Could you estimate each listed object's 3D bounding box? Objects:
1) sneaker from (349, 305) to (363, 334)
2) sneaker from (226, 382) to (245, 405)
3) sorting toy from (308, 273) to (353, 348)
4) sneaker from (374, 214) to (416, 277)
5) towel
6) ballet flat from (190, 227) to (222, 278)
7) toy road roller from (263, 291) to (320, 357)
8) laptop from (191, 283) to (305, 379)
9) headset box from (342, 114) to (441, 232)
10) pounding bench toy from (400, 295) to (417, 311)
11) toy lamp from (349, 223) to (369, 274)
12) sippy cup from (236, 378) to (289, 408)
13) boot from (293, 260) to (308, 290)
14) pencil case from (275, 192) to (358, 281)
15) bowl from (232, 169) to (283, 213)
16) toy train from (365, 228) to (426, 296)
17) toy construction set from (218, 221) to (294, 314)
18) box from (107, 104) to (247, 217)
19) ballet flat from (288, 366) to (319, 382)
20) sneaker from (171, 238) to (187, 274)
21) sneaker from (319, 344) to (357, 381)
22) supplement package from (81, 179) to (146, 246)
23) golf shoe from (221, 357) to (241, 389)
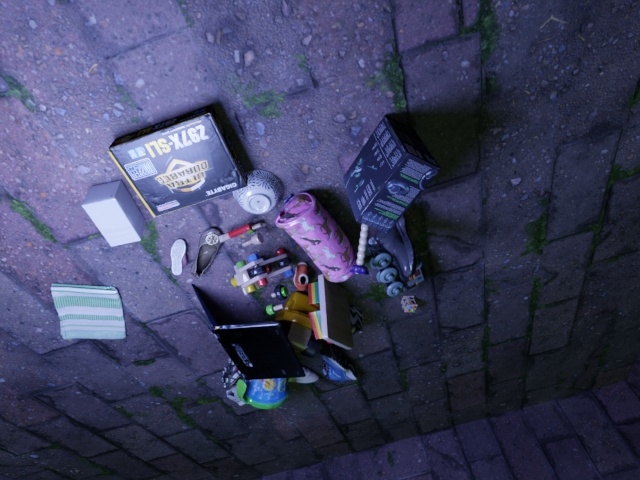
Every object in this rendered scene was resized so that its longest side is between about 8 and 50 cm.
[{"bbox_3d":[0.095,0.357,1.832,0.235,0.153,0.094,24,122,-28],"label":"sneaker"},{"bbox_3d":[-0.399,0.780,2.160,0.121,0.099,0.262,31,118,-27],"label":"sneaker"},{"bbox_3d":[0.035,0.301,1.673,0.090,0.255,0.257,-15,151,21],"label":"sorting toy"},{"bbox_3d":[0.266,0.009,1.476,0.130,0.286,0.109,-17,147,11],"label":"sneaker"},{"bbox_3d":[-0.932,0.297,1.658,0.248,0.038,0.324,4,130,-16],"label":"towel"},{"bbox_3d":[-0.428,0.056,1.524,0.084,0.058,0.249,17,126,-25],"label":"ballet flat"},{"bbox_3d":[-0.112,0.361,1.788,0.203,0.240,0.329,26,160,-15],"label":"toy road roller"},{"bbox_3d":[-0.290,0.365,1.656,0.409,0.236,0.381,-6,134,11],"label":"laptop"},{"bbox_3d":[0.202,-0.200,1.289,0.131,0.246,0.283,19,125,-25],"label":"headset box"},{"bbox_3d":[0.409,0.307,1.907,0.052,0.065,0.083,1,132,-12],"label":"pounding bench toy"},{"bbox_3d":[0.155,-0.017,1.477,0.080,0.080,0.274,6,92,-16],"label":"toy lamp"},{"bbox_3d":[-0.249,0.635,1.957,0.240,0.305,0.223,13,112,1],"label":"sippy cup"},{"bbox_3d":[-0.077,0.166,1.675,0.059,0.084,0.157,-6,134,-8],"label":"boot"},{"bbox_3d":[0.000,0.000,1.492,0.160,0.167,0.386,-51,130,-12],"label":"pencil case"},{"bbox_3d":[-0.209,-0.144,1.373,0.170,0.080,0.170,-5,132,-5],"label":"bowl"},{"bbox_3d":[0.302,0.083,1.648,0.190,0.142,0.333,-31,128,-1],"label":"toy train"},{"bbox_3d":[-0.271,0.096,1.509,0.238,0.257,0.308,-20,113,23],"label":"toy construction set"},{"bbox_3d":[-0.420,-0.232,1.245,0.322,0.079,0.257,-17,127,5],"label":"box"},{"bbox_3d":[-0.129,0.703,2.156,0.249,0.086,0.086,0,131,-10],"label":"ballet flat"},{"bbox_3d":[-0.521,0.056,1.520,0.051,0.070,0.134,7,101,-6],"label":"sneaker"},{"bbox_3d":[0.069,0.653,2.111,0.147,0.129,0.330,-26,131,9],"label":"sneaker"},{"bbox_3d":[-0.658,-0.086,1.321,0.105,0.105,0.179,-11,133,0],"label":"supplement package"},{"bbox_3d":[-0.413,0.653,2.037,0.120,0.105,0.272,7,130,-29],"label":"golf shoe"}]
